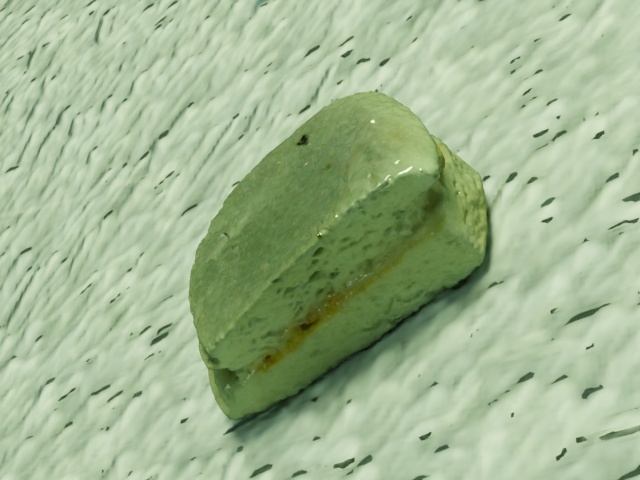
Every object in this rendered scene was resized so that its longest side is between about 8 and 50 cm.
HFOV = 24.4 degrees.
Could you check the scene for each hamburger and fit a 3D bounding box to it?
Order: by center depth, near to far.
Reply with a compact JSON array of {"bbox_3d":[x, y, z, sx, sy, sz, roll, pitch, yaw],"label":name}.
[{"bbox_3d":[-0.003,-0.002,0.510,0.121,0.054,0.084,-43,36,20],"label":"hamburger"}]
